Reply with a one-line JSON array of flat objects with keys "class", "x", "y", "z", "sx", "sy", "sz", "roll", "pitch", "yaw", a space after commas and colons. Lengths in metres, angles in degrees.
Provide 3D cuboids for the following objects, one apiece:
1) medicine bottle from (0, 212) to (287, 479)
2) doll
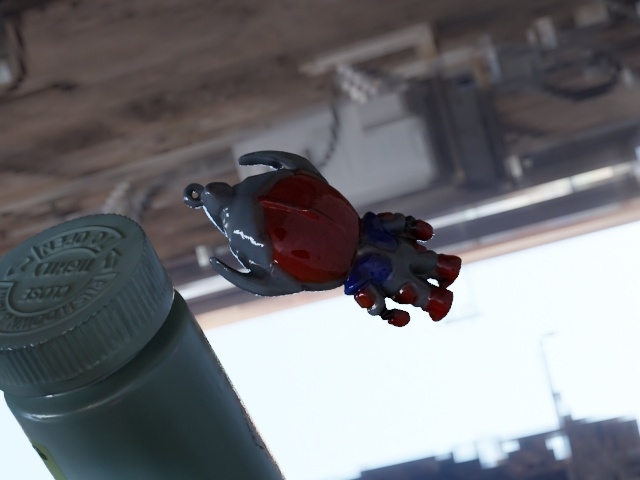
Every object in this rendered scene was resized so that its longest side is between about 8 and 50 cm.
[{"class": "medicine bottle", "x": -0.136, "y": 0.148, "z": 1.547, "sx": 0.158, "sy": 0.158, "sz": 0.318, "roll": -74, "pitch": -36, "yaw": -51}, {"class": "doll", "x": 0.000, "y": -0.001, "z": 1.332, "sx": 0.062, "sy": 0.194, "sz": 0.104, "roll": 152, "pitch": 137, "yaw": -75}]
